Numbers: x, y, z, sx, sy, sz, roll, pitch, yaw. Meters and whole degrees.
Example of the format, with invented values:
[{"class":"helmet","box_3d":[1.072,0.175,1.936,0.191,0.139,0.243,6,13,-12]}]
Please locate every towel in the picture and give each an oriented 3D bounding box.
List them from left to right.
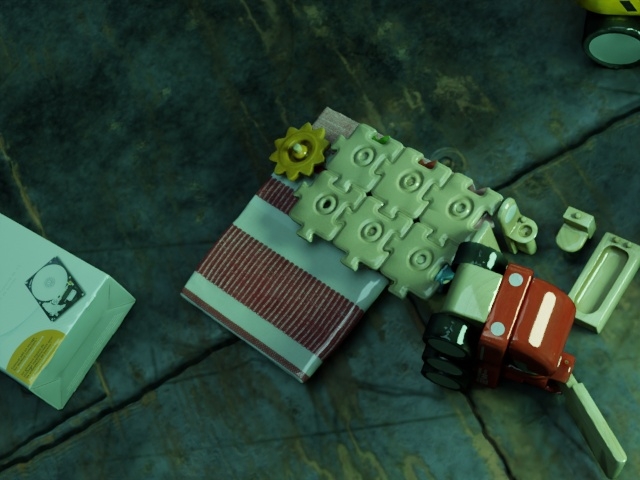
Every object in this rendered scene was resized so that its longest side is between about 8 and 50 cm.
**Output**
[{"class":"towel","box_3d":[0.000,0.000,1.597,0.237,0.037,0.329,32,77,32]}]

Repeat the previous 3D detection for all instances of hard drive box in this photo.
[{"class":"hard drive box","box_3d":[-0.398,0.090,1.670,0.232,0.089,0.181,25,75,28]}]

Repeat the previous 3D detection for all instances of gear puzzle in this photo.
[{"class":"gear puzzle","box_3d":[0.058,-0.050,1.561,0.339,0.044,0.175,31,79,34]}]

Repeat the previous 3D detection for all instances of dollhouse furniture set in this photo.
[{"class":"dollhouse furniture set","box_3d":[0.274,0.020,1.452,0.151,0.123,0.144,27,76,28]}]

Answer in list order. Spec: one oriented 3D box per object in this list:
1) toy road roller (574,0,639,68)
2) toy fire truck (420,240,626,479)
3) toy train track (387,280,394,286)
[{"class":"toy road roller","box_3d":[0.458,-0.347,1.503,0.330,0.240,0.202,4,67,21]},{"class":"toy fire truck","box_3d":[0.239,0.138,1.367,0.246,0.217,0.158,20,71,11]},{"class":"toy train track","box_3d":[0.066,0.036,1.580,0.083,0.014,0.048,36,81,29]}]
